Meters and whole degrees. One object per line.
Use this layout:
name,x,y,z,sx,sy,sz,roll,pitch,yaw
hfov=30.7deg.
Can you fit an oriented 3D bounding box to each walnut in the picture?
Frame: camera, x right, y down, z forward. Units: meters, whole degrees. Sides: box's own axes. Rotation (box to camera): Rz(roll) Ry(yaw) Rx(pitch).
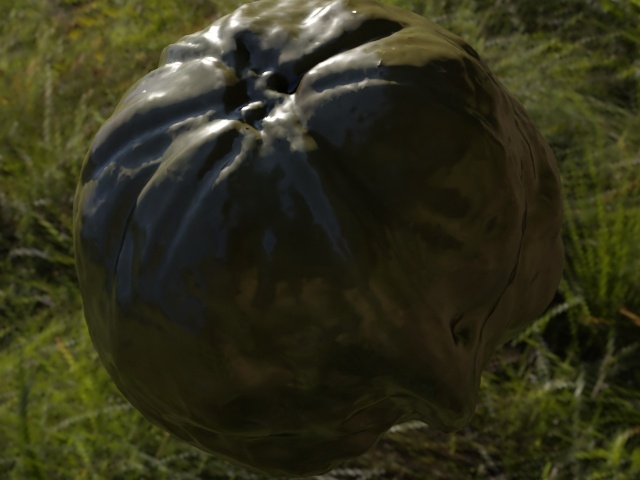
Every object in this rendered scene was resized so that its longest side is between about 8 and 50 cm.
walnut,0.001,-0.002,0.690,0.282,0.253,0.277,-61,-26,-17
